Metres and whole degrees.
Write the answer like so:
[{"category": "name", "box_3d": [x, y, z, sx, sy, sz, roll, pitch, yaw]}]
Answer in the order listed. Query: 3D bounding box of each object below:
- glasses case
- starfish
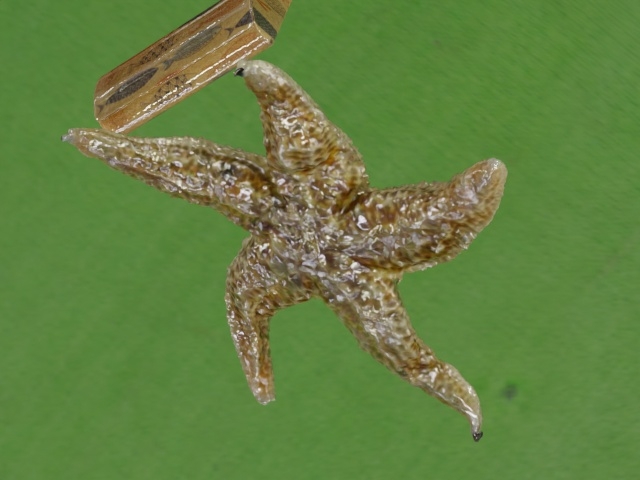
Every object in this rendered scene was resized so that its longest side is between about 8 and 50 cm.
[{"category": "glasses case", "box_3d": [-0.102, -0.141, 1.372, 0.170, 0.065, 0.041, -27, 118, 33]}, {"category": "starfish", "box_3d": [0.000, 0.000, 0.944, 0.277, 0.062, 0.236, 39, 136, -7]}]
